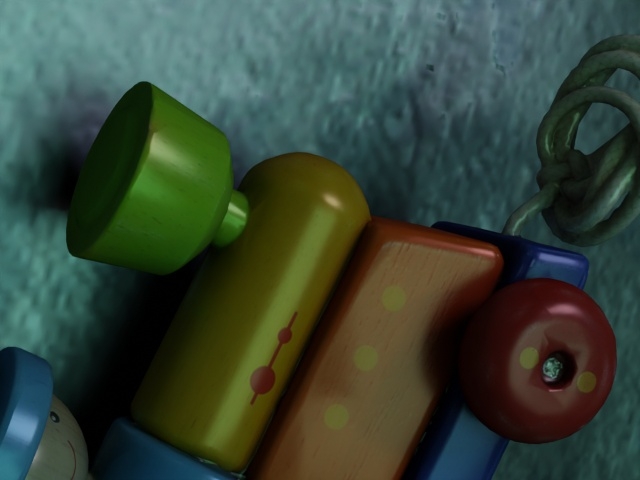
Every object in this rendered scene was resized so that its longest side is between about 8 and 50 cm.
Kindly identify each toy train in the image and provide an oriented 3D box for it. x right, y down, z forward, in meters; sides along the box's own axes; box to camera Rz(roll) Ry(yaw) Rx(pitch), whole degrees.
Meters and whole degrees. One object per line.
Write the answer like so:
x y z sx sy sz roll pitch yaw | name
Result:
0.000 0.000 0.380 0.143 0.105 0.248 27 87 -23 | toy train
